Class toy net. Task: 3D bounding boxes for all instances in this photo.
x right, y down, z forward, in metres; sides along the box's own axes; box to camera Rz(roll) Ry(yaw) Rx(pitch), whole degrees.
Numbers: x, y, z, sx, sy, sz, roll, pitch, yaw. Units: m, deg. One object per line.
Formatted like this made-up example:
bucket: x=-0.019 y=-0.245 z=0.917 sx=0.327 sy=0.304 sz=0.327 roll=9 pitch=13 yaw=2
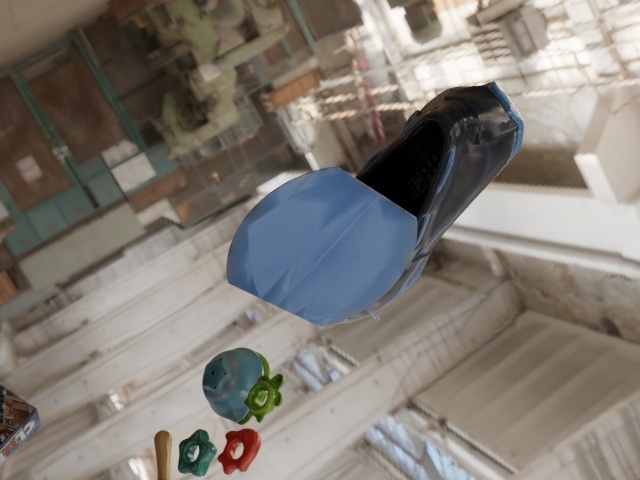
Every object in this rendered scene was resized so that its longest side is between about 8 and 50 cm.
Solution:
toy net: x=-0.108 y=0.208 z=0.793 sx=0.122 sy=0.045 sz=0.232 roll=27 pitch=-95 yaw=45

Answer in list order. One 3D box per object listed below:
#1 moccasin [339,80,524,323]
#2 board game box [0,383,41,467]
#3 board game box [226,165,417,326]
moccasin: x=0.054 y=-0.031 z=0.881 sx=0.117 sy=0.138 sz=0.342 roll=-18 pitch=150 yaw=-42
board game box: x=-0.483 y=0.208 z=1.061 sx=0.165 sy=0.243 sz=0.042 roll=-49 pitch=158 yaw=-34
board game box: x=0.000 y=0.000 z=0.753 sx=0.133 sy=0.168 sz=0.033 roll=-48 pitch=-141 yaw=16
